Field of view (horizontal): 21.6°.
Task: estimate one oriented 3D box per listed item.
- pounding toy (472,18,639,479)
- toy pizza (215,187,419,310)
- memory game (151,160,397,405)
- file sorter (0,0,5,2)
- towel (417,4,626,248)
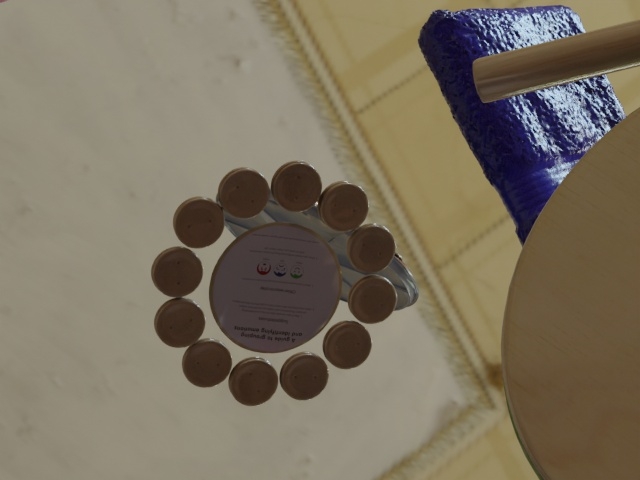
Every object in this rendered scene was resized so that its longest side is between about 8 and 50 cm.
[{"bbox_3d":[0.160,0.020,0.553,0.183,0.237,0.110,-22,-42,21],"label":"pounding toy"},{"bbox_3d":[0.000,0.000,1.488,0.201,0.201,0.032,38,-110,-26],"label":"toy pizza"},{"bbox_3d":[-0.032,0.032,1.197,0.186,0.012,0.186,-5,-73,-17],"label":"memory game"},{"bbox_3d":[-0.315,-0.247,1.106,0.290,0.202,0.182,-15,-117,11],"label":"file sorter"},{"bbox_3d":[0.222,-0.072,1.472,0.227,0.076,0.308,-11,-109,-55],"label":"towel"}]
